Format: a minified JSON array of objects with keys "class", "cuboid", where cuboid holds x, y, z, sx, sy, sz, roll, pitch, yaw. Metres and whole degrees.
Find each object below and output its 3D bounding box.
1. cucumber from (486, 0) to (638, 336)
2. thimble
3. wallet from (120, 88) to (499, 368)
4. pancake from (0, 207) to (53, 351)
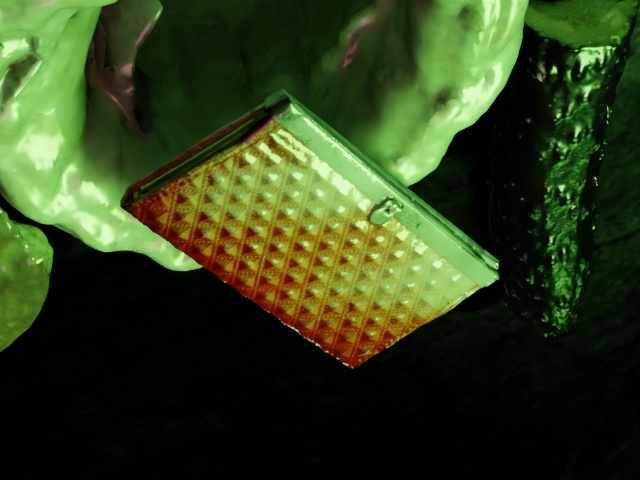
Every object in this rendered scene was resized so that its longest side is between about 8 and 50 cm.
[{"class":"cucumber","cuboid":[0.145,-0.035,1.153,0.081,0.072,0.303,-8,140,-7]},{"class":"thimble","cuboid":[-0.055,-0.140,0.886,0.292,0.195,0.291,-9,139,-7]},{"class":"wallet","cuboid":[0.000,0.000,0.904,0.103,0.020,0.196,-31,140,20]},{"class":"pancake","cuboid":[-0.277,0.002,1.104,0.222,0.042,0.236,-32,133,27]}]
